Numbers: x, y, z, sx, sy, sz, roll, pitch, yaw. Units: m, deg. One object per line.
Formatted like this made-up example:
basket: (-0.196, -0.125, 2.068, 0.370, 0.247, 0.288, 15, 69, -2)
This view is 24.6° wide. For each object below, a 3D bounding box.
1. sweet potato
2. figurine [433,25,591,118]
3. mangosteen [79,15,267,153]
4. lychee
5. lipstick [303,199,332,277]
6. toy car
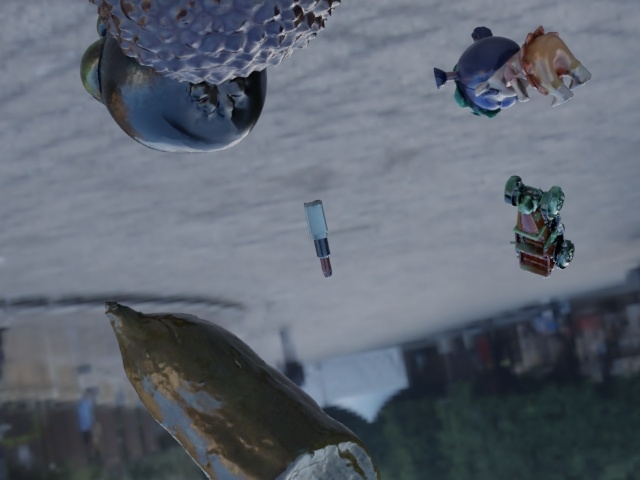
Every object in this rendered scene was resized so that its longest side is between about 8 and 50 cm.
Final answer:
sweet potato: (-0.102, 0.195, 1.683, 0.158, 0.369, 0.158, -46, 170, -10)
figurine: (0.242, -0.219, 1.850, 0.111, 0.102, 0.195, -42, -162, -32)
mangosteen: (-0.186, -0.219, 1.869, 0.242, 0.243, 0.243, -10, 174, -1)
lychee: (-0.061, -0.197, 1.007, 0.188, 0.188, 0.188, -10, 174, -1)
lipstick: (0.000, 0.000, 1.975, 0.025, 0.107, 0.025, -11, -166, 1)
toy car: (0.257, -0.016, 1.746, 0.073, 0.054, 0.143, 21, 152, 29)
